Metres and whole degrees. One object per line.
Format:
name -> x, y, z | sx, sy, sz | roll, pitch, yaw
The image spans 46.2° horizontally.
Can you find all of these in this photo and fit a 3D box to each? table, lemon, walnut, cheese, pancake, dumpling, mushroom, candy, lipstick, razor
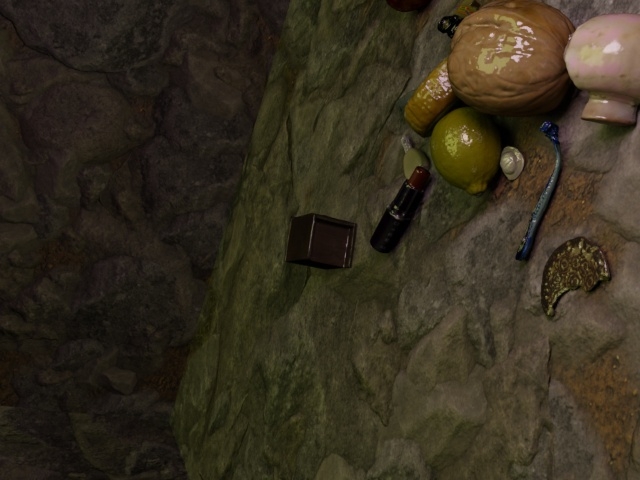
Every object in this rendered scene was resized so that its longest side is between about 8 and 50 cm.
table -> 0.000, 0.000, 2.577 | 0.193, 0.169, 0.172 | -9, 71, 64
lemon -> 0.370, -0.228, 1.898 | 0.184, 0.184, 0.248 | -40, 51, 53
walnut -> 0.438, -0.421, 1.735 | 0.313, 0.252, 0.277 | 19, 92, 41
cheese -> 0.275, -0.255, 2.273 | 0.097, 0.038, 0.192 | -56, 33, 36
pancake -> 0.538, 0.081, 1.591 | 0.190, 0.020, 0.184 | 14, 91, 66
dumpling -> 0.471, -0.192, 1.834 | 0.060, 0.043, 0.077 | -6, 69, 41
mushroom -> 0.599, -0.354, 1.494 | 0.173, 0.162, 0.236 | -158, 79, -66
candy -> 0.333, -0.384, 1.987 | 0.118, 0.260, 0.260 | 44, 131, 10
lipstick -> 0.238, -0.091, 2.226 | 0.299, 0.081, 0.081 | -63, 28, 30
razor -> 0.505, -0.106, 1.713 | 0.056, 0.093, 0.323 | 16, 98, 30

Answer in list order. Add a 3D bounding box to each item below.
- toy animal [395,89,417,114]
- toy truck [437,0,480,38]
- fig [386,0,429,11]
toy animal -> 0.320, -0.416, 2.241 | 0.253, 0.070, 0.079 | 7, 120, 53
toy truck -> 0.432, -0.554, 1.993 | 0.127, 0.127, 0.257 | -53, 32, 16
fig -> 0.286, -0.879, 2.386 | 0.191, 0.191, 0.290 | -10, 70, 63
